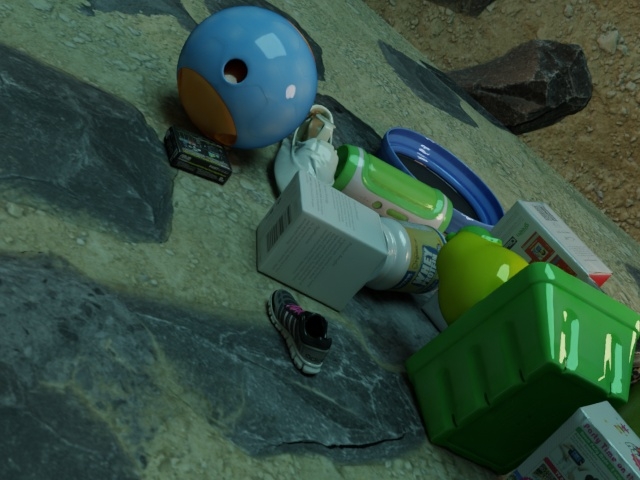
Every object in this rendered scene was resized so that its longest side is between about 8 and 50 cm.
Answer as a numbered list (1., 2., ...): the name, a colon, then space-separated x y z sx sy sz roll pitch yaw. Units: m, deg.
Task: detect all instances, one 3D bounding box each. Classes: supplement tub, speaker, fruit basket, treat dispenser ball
1. supplement tub: 0.149 0.030 1.792 0.199 0.144 0.144 8 39 -46
2. speaker: 0.154 -0.107 2.053 0.296 0.131 0.131 26 28 -24
3. fruit basket: 0.324 0.156 1.549 0.283 0.392 0.392 28 27 -20
4. treat dispenser ball: -0.149 -0.330 1.840 0.288 0.288 0.288 30 26 -17

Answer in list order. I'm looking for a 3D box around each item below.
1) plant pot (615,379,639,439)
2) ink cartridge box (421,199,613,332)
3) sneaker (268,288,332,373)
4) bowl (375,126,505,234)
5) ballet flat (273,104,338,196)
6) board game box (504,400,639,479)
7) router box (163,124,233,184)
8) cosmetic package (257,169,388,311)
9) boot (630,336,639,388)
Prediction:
1. plant pot: 0.538 0.392 1.397 0.353 0.366 0.366 -26 58 -17
2. ink cartridge box: 0.401 0.125 1.769 0.130 0.309 0.272 2 44 -52
3. sneaker: -0.028 0.133 1.469 0.063 0.075 0.170 15 33 -39
4. bowl: 0.311 -0.145 2.379 0.391 0.077 0.391 30 26 -17
5. ballet flat: -0.021 -0.187 1.953 0.139 0.139 0.400 29 27 -18
6. board game box: 0.344 0.404 1.231 0.097 0.303 0.224 3 42 -49
7. router box: -0.236 -0.165 1.741 0.122 0.038 0.092 19 30 -33
8. cosmetic package: 0.000 0.000 1.640 0.183 0.151 0.151 29 26 -21
9. boot: 0.585 0.306 1.694 0.377 0.284 0.138 7 21 -36
